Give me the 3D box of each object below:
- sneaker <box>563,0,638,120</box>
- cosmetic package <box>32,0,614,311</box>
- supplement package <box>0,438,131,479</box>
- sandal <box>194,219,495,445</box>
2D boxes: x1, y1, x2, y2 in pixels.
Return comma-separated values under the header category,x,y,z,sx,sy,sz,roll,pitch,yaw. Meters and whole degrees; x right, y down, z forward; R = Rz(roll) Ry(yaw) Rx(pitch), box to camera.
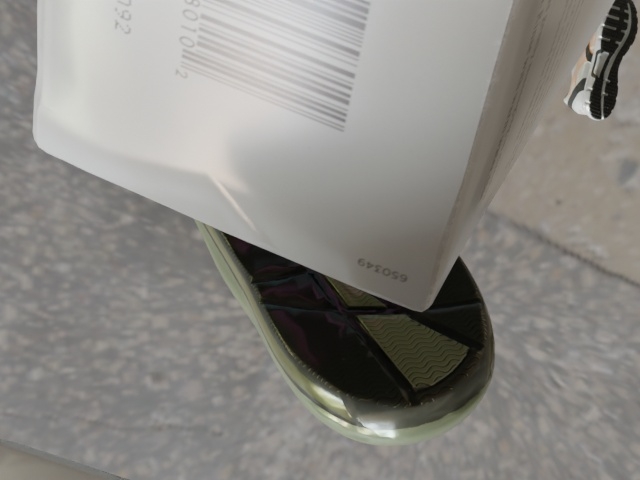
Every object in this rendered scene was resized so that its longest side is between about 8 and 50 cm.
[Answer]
category,x,y,z,sx,sy,sz,roll,pitch,yaw
sneaker,0.232,-0.156,1.397,0.040,0.044,0.109,19,90,-34
cosmetic package,0.059,-0.172,0.599,0.155,0.365,0.197,23,133,12
supplement package,0.012,0.189,0.443,0.293,0.177,0.175,9,67,45
sandal,-0.001,0.001,0.808,0.120,0.303,0.086,-16,131,-3
